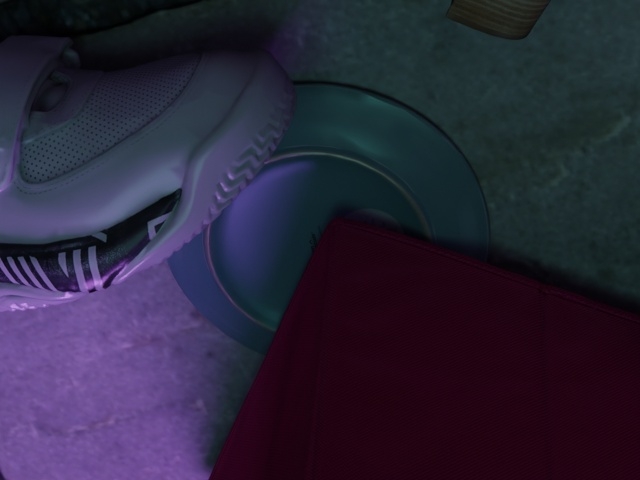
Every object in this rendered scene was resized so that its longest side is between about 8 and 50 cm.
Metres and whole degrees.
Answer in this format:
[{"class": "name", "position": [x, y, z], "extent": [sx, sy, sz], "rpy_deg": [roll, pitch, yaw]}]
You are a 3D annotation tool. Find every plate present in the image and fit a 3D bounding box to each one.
[{"class": "plate", "position": [0.000, 0.000, 1.072], "extent": [0.188, 0.024, 0.188], "rpy_deg": [4, 122, 6]}]

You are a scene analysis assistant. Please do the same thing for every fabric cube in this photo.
[{"class": "fabric cube", "position": [0.074, 0.190, 1.027], "extent": [0.259, 0.258, 0.254], "rpy_deg": [18, 125, -10]}]

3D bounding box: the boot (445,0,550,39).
[{"class": "boot", "position": [0.047, -0.192, 0.919], "extent": [0.197, 0.073, 0.152], "rpy_deg": [14, 125, -15]}]

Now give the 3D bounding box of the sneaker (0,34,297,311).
[{"class": "sneaker", "position": [-0.207, -0.069, 0.989], "extent": [0.366, 0.137, 0.210], "rpy_deg": [-17, 121, 22]}]
